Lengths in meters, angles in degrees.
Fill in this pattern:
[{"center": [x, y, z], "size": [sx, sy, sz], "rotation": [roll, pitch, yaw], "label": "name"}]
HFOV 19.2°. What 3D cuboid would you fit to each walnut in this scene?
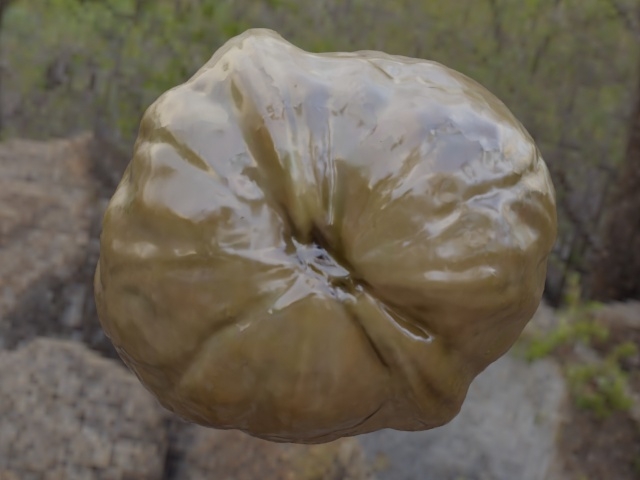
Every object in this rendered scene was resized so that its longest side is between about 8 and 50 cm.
[{"center": [0.000, 0.000, 1.212], "size": [0.296, 0.285, 0.285], "rotation": [-28, 29, 1], "label": "walnut"}]
